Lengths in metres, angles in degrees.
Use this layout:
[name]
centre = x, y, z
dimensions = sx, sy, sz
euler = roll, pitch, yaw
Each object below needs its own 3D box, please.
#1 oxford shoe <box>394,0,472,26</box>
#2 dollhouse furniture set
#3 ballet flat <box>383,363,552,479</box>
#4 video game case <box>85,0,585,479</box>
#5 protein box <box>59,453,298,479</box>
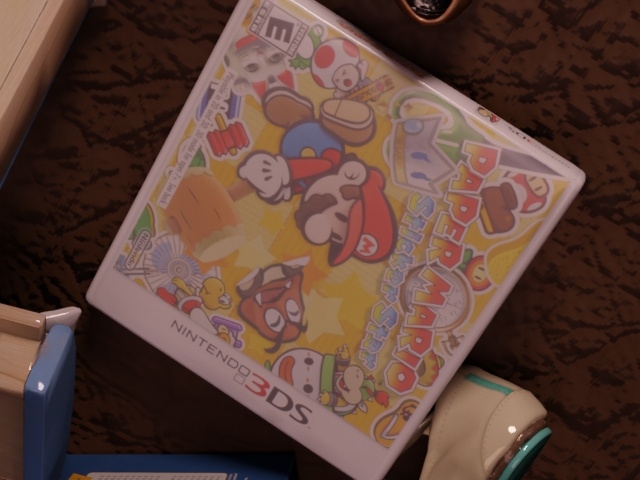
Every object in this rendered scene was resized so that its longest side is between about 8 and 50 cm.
[oxford shoe]
centre = 0.048, -0.207, 0.690
dimensions = 0.076, 0.076, 0.212
euler = -8, 111, 13
[dollhouse furniture set]
centre = -0.260, -0.019, 0.800
dimensions = 0.286, 0.198, 0.303
euler = 14, 138, 2
[ballet flat]
centre = 0.058, 0.181, 0.867
dimensions = 0.086, 0.086, 0.248
euler = 23, 113, -2
[video game case]
centre = 0.000, 0.000, 0.796
dimensions = 0.206, 0.026, 0.227
euler = 33, 114, 4
[protein box]
centre = -0.122, 0.233, 0.840
dimensions = 0.201, 0.200, 0.136
euler = -2, 113, 9
